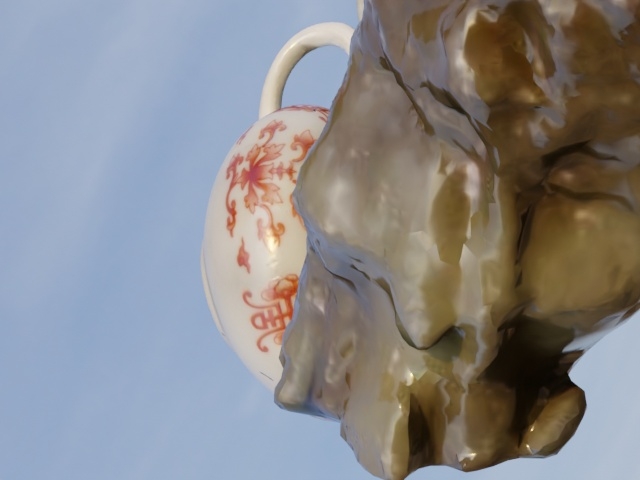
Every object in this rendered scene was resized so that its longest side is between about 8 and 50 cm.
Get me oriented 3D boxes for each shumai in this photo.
[{"bbox_3d":[0.101,-0.067,0.616,0.346,0.217,0.283,-69,-16,-78],"label":"shumai"}]

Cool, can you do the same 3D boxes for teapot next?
[{"bbox_3d":[0.000,0.000,0.962,0.159,0.116,0.246,17,-117,-51],"label":"teapot"}]

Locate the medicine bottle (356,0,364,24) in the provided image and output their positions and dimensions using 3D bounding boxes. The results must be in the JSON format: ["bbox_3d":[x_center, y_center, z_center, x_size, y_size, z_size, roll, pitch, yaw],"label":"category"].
[{"bbox_3d":[0.227,-0.164,1.158,0.211,0.371,0.211,7,-98,-61],"label":"medicine bottle"}]
